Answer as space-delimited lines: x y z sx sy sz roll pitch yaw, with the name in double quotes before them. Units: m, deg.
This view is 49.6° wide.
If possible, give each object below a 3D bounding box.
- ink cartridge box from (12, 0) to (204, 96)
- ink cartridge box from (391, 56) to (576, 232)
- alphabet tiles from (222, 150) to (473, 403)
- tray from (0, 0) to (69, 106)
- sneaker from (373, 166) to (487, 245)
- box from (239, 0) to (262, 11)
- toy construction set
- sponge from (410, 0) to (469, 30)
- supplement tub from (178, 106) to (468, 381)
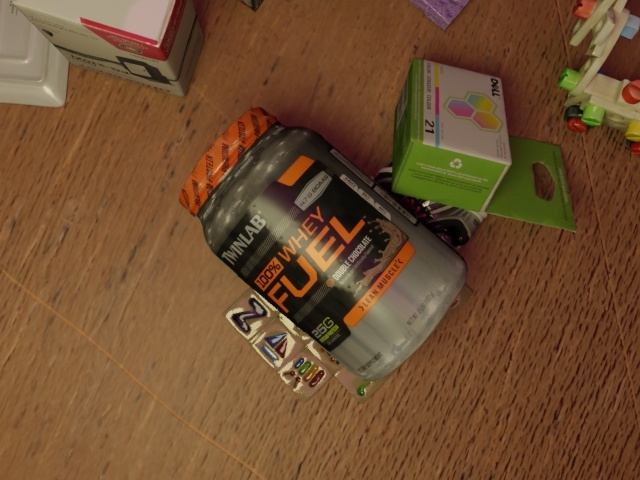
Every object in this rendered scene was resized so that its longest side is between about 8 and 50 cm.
"ink cartridge box" -0.254 -0.277 0.884 0.172 0.237 0.100 17 87 -3
"ink cartridge box" 0.232 -0.131 0.936 0.255 0.097 0.188 12 47 -4
"alphabet tiles" 0.042 0.050 0.992 0.342 0.011 0.285 -44 89 -6
"tray" -0.424 -0.328 0.979 0.145 0.030 0.270 4 85 -5
"sneaker" 0.148 -0.045 0.969 0.170 0.063 0.074 25 78 -7
"box" -0.122 -0.377 0.951 0.094 0.137 0.027 35 84 -1
"toy construction set" 0.458 -0.203 0.942 0.328 0.215 0.151 35 83 -1
"sponge" 0.209 -0.431 1.035 0.117 0.031 0.210 40 83 0
"supplement tub" 0.000 0.000 0.884 0.338 0.207 0.207 40 83 0
